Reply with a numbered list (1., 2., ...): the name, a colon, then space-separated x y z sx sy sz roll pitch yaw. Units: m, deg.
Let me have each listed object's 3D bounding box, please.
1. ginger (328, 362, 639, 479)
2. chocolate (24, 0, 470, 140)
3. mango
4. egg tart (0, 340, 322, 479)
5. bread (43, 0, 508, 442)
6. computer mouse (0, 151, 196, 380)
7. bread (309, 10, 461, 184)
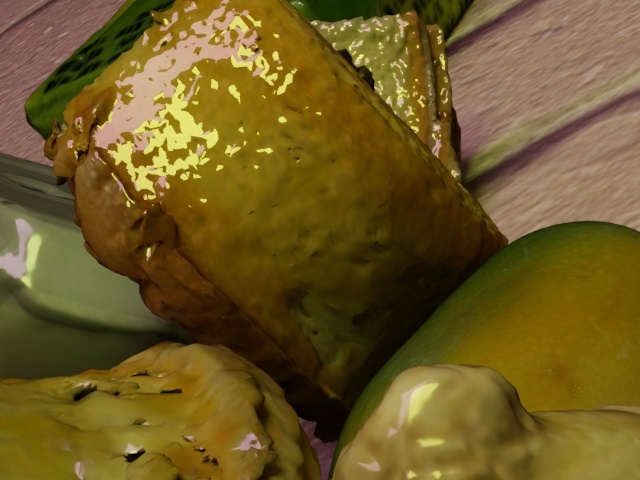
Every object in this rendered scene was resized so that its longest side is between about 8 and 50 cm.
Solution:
1. ginger: 0.093 0.123 0.514 0.354 0.190 0.126 -1 10 -20
2. chocolate: -0.034 -0.171 1.410 0.301 0.137 0.289 -15 29 39
3. mango: 0.092 0.072 0.761 0.156 0.114 0.251 -36 5 35
4. egg tart: -0.186 0.197 0.713 0.443 0.178 0.443 -42 20 19
5. bread: 0.000 0.004 0.872 0.160 0.260 0.147 -43 44 -1
6. computer mouse: -0.197 0.027 1.125 0.429 0.228 0.145 26 102 58
7. bread: 0.017 -0.055 1.085 0.147 0.127 0.152 -4 42 -4
